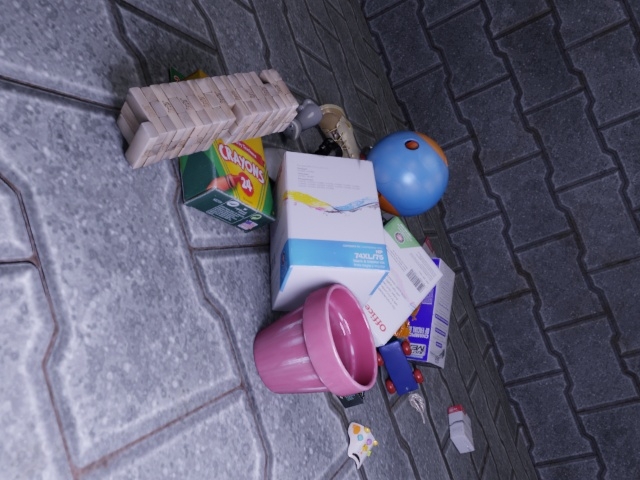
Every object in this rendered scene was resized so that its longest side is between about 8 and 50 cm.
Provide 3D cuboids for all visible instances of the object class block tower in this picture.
[{"bbox_3d":[-0.186,-0.222,0.934,0.335,0.091,0.097,-27,81,-43],"label":"block tower"}]

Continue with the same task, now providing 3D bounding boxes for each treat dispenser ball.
[{"bbox_3d":[0.287,-0.224,1.810,0.288,0.288,0.288,50,28,-39],"label":"treat dispenser ball"}]

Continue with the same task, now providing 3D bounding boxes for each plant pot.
[{"bbox_3d":[-0.016,0.202,1.001,0.201,0.180,0.201,51,27,-38],"label":"plant pot"}]

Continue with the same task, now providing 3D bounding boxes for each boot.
[{"bbox_3d":[0.064,-0.330,1.815,0.262,0.095,0.204,28,45,-65],"label":"boot"}]

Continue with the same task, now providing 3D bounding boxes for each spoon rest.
[{"bbox_3d":[-0.066,-0.176,1.373,0.137,0.084,0.276,53,28,19],"label":"spoon rest"}]

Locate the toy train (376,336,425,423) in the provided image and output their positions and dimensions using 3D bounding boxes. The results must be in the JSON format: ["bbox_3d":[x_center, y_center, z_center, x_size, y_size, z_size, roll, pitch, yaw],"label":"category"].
[{"bbox_3d":[0.244,0.395,1.563,0.143,0.105,0.248,-50,117,-81],"label":"toy train"}]

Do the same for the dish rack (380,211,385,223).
[{"bbox_3d":[0.183,-0.028,1.843,0.208,0.074,0.271,67,20,-6],"label":"dish rack"}]

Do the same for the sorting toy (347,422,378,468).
[{"bbox_3d":[0.088,0.467,1.203,0.083,0.044,0.075,60,42,-21],"label":"sorting toy"}]

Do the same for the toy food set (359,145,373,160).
[{"bbox_3d":[0.209,-0.298,1.995,0.232,0.104,0.111,24,59,-24],"label":"toy food set"}]

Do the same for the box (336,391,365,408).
[{"bbox_3d":[0.063,0.332,1.237,0.083,0.052,0.062,58,22,-21],"label":"box"}]

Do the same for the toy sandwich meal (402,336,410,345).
[{"bbox_3d":[0.248,0.324,1.669,0.085,0.029,0.086,10,60,-18],"label":"toy sandwich meal"}]

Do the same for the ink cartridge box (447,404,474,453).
[{"bbox_3d":[0.512,0.688,1.957,0.099,0.056,0.135,57,23,-25],"label":"ink cartridge box"}]

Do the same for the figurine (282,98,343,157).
[{"bbox_3d":[-0.033,-0.287,1.560,0.215,0.092,0.209,61,27,-16],"label":"figurine"}]

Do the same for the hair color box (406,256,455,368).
[{"bbox_3d":[0.360,0.244,1.794,0.185,0.110,0.339,34,61,-55],"label":"hair color box"}]

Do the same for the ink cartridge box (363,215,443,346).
[{"bbox_3d":[0.144,0.105,1.338,0.278,0.117,0.201,-42,95,-33],"label":"ink cartridge box"}]

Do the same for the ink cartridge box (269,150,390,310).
[{"bbox_3d":[0.004,-0.014,1.117,0.198,0.197,0.270,116,-26,-56],"label":"ink cartridge box"}]

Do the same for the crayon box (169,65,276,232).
[{"bbox_3d":[-0.198,-0.195,1.081,0.202,0.081,0.319,28,44,-58],"label":"crayon box"}]

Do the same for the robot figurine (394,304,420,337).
[{"bbox_3d":[0.258,0.192,1.602,0.291,0.085,0.211,-13,123,-75],"label":"robot figurine"}]

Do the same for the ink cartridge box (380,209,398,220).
[{"bbox_3d":[0.233,-0.202,2.084,0.255,0.097,0.189,27,46,-61],"label":"ink cartridge box"}]

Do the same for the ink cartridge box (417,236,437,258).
[{"bbox_3d":[0.429,0.152,2.183,0.283,0.117,0.207,65,21,-6],"label":"ink cartridge box"}]
